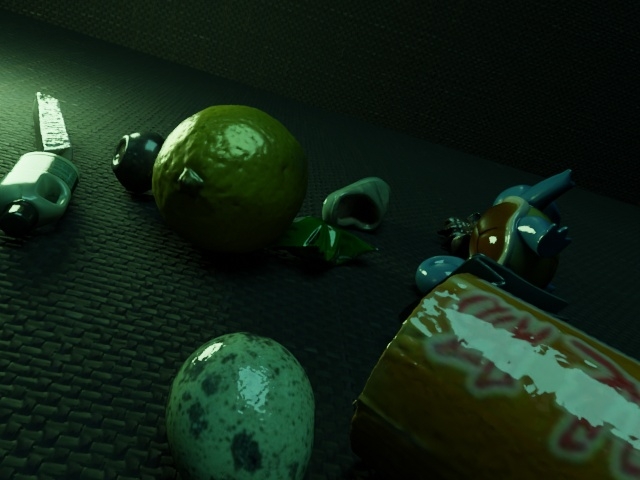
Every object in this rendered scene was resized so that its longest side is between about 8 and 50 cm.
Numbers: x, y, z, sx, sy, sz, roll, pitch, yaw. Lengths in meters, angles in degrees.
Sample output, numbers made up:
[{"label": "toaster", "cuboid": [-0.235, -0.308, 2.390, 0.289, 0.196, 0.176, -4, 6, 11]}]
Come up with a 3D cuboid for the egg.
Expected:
[{"label": "egg", "cuboid": [-0.068, 0.161, 0.480, 0.133, 0.132, 0.172, 9, 35, -24]}]

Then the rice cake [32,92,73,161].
[{"label": "rice cake", "cuboid": [-0.541, -0.219, 1.090, 0.056, 0.072, 0.365, 8, 24, -33]}]

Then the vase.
[{"label": "vase", "cuboid": [-0.301, -0.136, 1.049, 0.183, 0.120, 0.120, 19, 17, -38]}]

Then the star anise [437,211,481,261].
[{"label": "star anise", "cuboid": [0.391, -0.001, 1.299, 0.214, 0.098, 0.220, -9, 34, -34]}]

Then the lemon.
[{"label": "lemon", "cuboid": [-0.145, -0.100, 0.903, 0.268, 0.267, 0.267, 16, 22, -7]}]

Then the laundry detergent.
[{"label": "laundry detergent", "cuboid": [-0.432, -0.069, 0.819, 0.099, 0.070, 0.225, 17, 20, -22]}]

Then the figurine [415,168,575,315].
[{"label": "figurine", "cuboid": [0.386, 0.029, 1.068, 0.243, 0.297, 0.416, 12, 33, 42]}]

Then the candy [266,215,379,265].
[{"label": "candy", "cuboid": [0.002, -0.003, 1.013, 0.141, 0.078, 0.203, 32, 20, 30]}]

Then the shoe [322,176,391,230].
[{"label": "shoe", "cuboid": [0.106, -0.076, 1.244, 0.100, 0.103, 0.251, 31, 30, 30]}]

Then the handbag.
[{"label": "handbag", "cuboid": [0.204, 0.112, 0.728, 0.144, 0.221, 0.057, 23, 55, -8]}]

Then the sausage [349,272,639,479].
[{"label": "sausage", "cuboid": [0.206, 0.189, 0.506, 0.287, 0.233, 0.233, 32, 25, 27]}]
